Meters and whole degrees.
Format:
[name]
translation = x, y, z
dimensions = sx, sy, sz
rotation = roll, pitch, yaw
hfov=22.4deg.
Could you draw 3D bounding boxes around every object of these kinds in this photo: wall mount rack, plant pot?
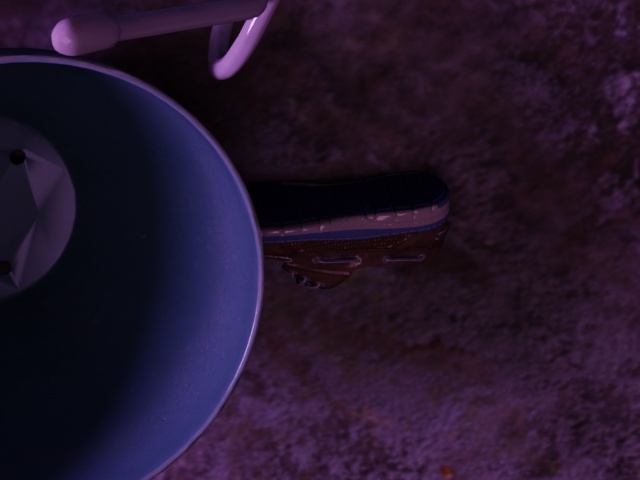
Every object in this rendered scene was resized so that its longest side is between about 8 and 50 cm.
[wall mount rack]
translation = -0.032, -0.229, 0.843
dimensions = 0.130, 0.304, 0.350
rotation = 20, 118, -16
[plant pot]
translation = -0.202, 0.007, 1.023
dimensions = 0.290, 0.195, 0.290
rotation = -7, 110, -19

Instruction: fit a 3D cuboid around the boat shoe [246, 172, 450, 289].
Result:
[boat shoe]
translation = 0.000, 0.000, 1.126
dimensions = 0.183, 0.066, 0.066
rotation = -4, 123, -1
